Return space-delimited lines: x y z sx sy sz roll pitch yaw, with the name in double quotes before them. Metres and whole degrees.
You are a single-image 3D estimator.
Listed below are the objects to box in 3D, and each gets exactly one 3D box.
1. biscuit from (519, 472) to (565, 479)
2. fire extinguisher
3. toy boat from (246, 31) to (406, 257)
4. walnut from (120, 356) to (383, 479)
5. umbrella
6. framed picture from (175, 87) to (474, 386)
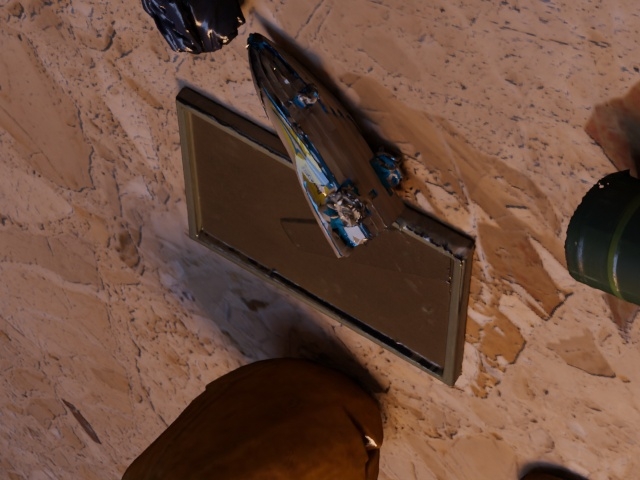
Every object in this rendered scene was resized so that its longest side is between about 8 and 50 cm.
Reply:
"biscuit" 0.284 0.314 1.884 0.236 0.039 0.180 44 154 -7
"fire extinguisher" 0.316 0.033 1.342 0.294 0.093 0.118 23 -176 38
"toy boat" 0.000 -0.086 1.603 0.066 0.084 0.210 -17 110 53
"walnut" -0.077 0.243 1.917 0.209 0.336 0.209 27 129 39
"umbrella" -0.159 -0.251 1.553 0.248 0.071 0.071 49 151 -9
"framed picture" 0.000 0.000 1.778 0.315 0.024 0.232 30 151 18
